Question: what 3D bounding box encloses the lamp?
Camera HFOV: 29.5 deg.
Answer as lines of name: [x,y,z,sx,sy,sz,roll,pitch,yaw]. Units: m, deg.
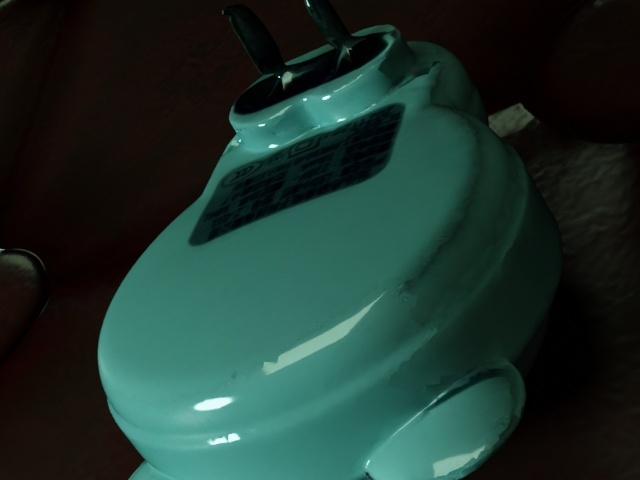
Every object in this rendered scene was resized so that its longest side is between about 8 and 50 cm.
lamp: [0.006,0.008,0.556,0.209,0.147,0.284,-18,49,23]
